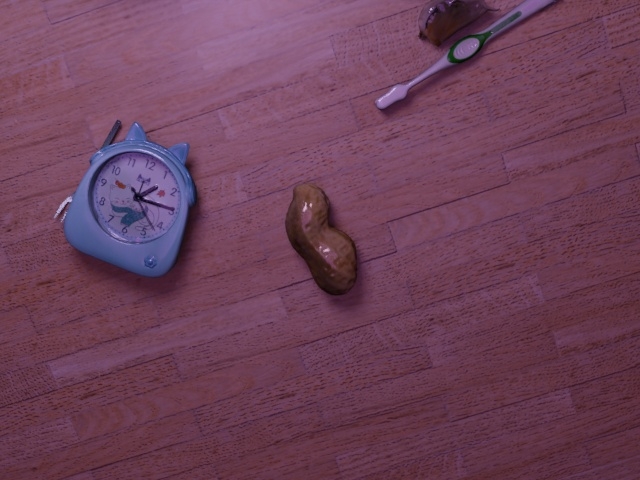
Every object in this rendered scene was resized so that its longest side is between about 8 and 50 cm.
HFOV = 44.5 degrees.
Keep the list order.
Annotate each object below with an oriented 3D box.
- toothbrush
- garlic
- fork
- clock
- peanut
[{"bbox_3d":[0.282,-0.366,1.470,0.418,0.040,0.042,-33,95,6],"label":"toothbrush"},{"bbox_3d":[0.243,-0.426,1.454,0.152,0.066,0.084,-33,125,10],"label":"garlic"},{"bbox_3d":[-0.448,-0.134,1.534,0.039,0.021,0.235,32,97,-8],"label":"fork"},{"bbox_3d":[-0.347,-0.080,1.506,0.224,0.094,0.274,24,97,-3],"label":"clock"},{"bbox_3d":[0.000,0.000,1.510,0.103,0.098,0.229,-35,100,-35],"label":"peanut"}]
